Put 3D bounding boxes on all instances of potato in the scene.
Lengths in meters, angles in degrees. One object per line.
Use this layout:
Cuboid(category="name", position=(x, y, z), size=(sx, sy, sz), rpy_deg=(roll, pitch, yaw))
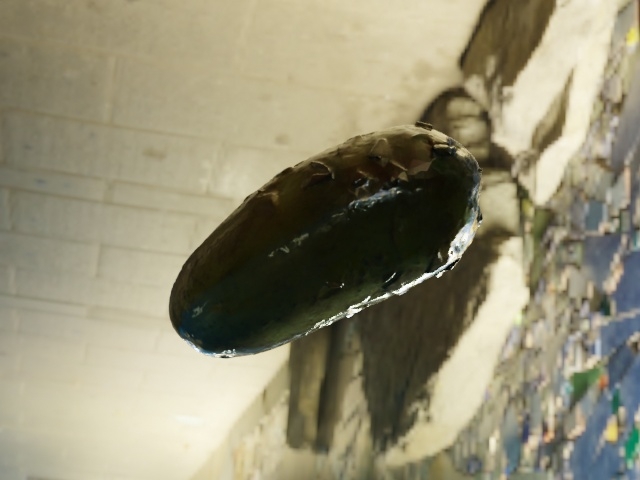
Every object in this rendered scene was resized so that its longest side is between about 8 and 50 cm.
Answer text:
Cuboid(category="potato", position=(0.000, 0.000, 1.055), size=(0.298, 0.141, 0.176), rpy_deg=(-24, 160, 8))
